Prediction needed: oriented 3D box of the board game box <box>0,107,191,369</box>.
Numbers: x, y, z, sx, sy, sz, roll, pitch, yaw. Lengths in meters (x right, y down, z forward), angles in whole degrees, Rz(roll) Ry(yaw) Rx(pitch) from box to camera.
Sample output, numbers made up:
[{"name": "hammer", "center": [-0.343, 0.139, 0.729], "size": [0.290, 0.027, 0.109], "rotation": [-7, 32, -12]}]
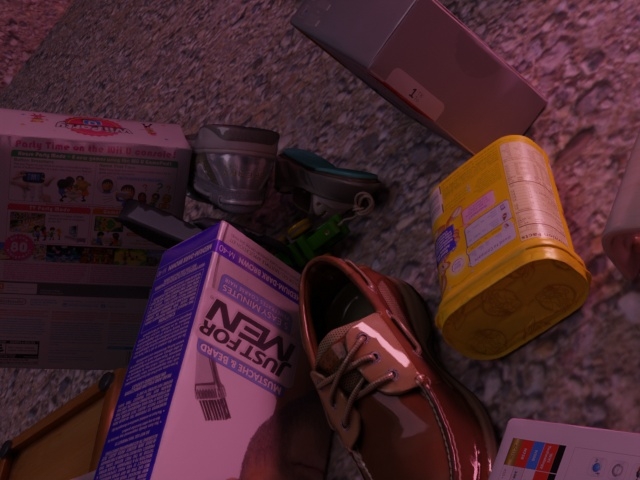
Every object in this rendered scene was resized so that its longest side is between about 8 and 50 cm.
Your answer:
[{"name": "board game box", "center": [-0.290, 0.005, 1.301], "size": [0.097, 0.224, 0.303], "rotation": [-121, 39, -60]}]

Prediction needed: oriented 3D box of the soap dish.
[{"name": "soap dish", "center": [-0.274, 0.288, 1.215], "size": [0.291, 0.118, 0.229], "rotation": [-33, 36, 33]}]

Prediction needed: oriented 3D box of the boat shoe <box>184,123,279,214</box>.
[{"name": "boat shoe", "center": [-0.117, -0.076, 1.317], "size": [0.320, 0.118, 0.103], "rotation": [175, 100, -75]}]

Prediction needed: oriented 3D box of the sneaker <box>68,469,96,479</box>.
[{"name": "sneaker", "center": [-0.166, 0.288, 1.013], "size": [0.161, 0.282, 0.102], "rotation": [52, 141, 23]}]

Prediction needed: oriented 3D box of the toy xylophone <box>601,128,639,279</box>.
[{"name": "toy xylophone", "center": [0.330, -0.067, 0.707], "size": [0.322, 0.081, 0.236], "rotation": [9, 68, 59]}]

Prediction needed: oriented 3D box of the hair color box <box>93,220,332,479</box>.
[{"name": "hair color box", "center": [-0.088, 0.173, 0.983], "size": [0.110, 0.185, 0.339], "rotation": [-24, 42, 41]}]

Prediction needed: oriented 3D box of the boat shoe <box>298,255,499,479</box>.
[{"name": "boat shoe", "center": [0.043, 0.123, 0.904], "size": [0.122, 0.120, 0.324], "rotation": [-48, 29, 14]}]

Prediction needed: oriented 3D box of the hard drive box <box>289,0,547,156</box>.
[{"name": "hard drive box", "center": [0.093, -0.185, 1.087], "size": [0.089, 0.181, 0.232], "rotation": [-53, 28, 5]}]

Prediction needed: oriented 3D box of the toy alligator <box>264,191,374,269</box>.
[{"name": "toy alligator", "center": [0.000, 0.000, 1.174], "size": [0.189, 0.056, 0.051], "rotation": [-37, -7, 31]}]

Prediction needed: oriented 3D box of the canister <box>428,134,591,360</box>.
[{"name": "canister", "center": [0.154, 0.001, 0.913], "size": [0.126, 0.073, 0.170], "rotation": [-38, 32, 28]}]

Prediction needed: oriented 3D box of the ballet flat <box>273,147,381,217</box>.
[{"name": "ballet flat", "center": [0.006, -0.059, 1.223], "size": [0.213, 0.072, 0.068], "rotation": [27, 111, 62]}]

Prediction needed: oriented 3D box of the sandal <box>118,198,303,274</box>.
[{"name": "sandal", "center": [-0.102, 0.001, 1.150], "size": [0.254, 0.097, 0.054], "rotation": [23, 76, 16]}]

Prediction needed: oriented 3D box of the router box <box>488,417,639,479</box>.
[{"name": "router box", "center": [0.179, 0.277, 0.578], "size": [0.301, 0.082, 0.335], "rotation": [-3, 57, 55]}]
